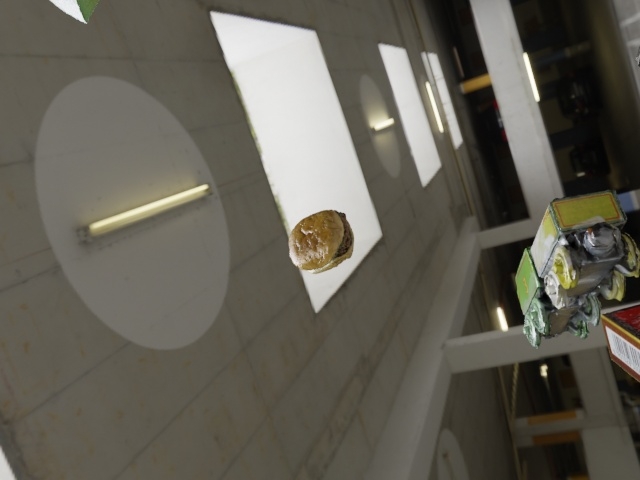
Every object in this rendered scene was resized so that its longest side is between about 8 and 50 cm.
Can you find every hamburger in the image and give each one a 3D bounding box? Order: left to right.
[{"bbox_3d":[0.000,0.000,0.727,0.044,0.083,0.076,30,-139,-40],"label":"hamburger"}]

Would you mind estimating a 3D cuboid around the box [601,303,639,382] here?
[{"bbox_3d":[0.408,0.114,0.597,0.240,0.153,0.074,-72,-30,-80],"label":"box"}]

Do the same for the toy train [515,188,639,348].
[{"bbox_3d":[0.202,0.027,0.491,0.202,0.060,0.081,71,-170,-62],"label":"toy train"}]

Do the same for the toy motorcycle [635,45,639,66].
[{"bbox_3d":[0.365,-0.312,0.415,0.134,0.400,0.207,32,-178,6],"label":"toy motorcycle"}]

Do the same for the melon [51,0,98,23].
[{"bbox_3d":[-0.385,-0.423,0.876,0.261,0.114,0.053,47,170,25],"label":"melon"}]
